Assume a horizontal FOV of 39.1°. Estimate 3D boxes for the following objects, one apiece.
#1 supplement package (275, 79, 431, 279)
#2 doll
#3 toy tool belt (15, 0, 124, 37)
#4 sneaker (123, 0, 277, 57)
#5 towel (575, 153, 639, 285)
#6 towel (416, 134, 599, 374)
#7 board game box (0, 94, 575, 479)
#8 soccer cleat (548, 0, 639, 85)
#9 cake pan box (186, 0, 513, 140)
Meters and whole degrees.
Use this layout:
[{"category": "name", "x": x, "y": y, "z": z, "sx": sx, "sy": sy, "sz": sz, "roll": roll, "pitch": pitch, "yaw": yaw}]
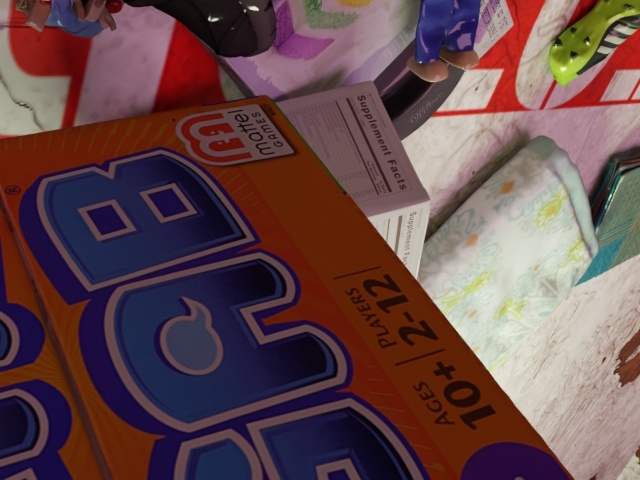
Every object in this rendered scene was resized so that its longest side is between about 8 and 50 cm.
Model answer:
[{"category": "supplement package", "x": -0.051, "y": -0.015, "z": 0.741, "sx": 0.244, "sy": 0.139, "sz": 0.134, "roll": -14, "pitch": 148, "yaw": -10}, {"category": "doll", "x": 0.118, "y": -0.228, "z": 0.736, "sx": 0.129, "sy": 0.046, "sz": 0.189, "roll": -25, "pitch": 141, "yaw": -29}, {"category": "toy tool belt", "x": -0.165, "y": -0.156, "z": 0.609, "sx": 0.052, "sy": 0.051, "sz": 0.083, "roll": -27, "pitch": 160, "yaw": 37}, {"category": "sneaker", "x": -0.146, "y": -0.212, "z": 0.540, "sx": 0.139, "sy": 0.125, "sz": 0.341, "roll": -34, "pitch": 143, "yaw": 10}, {"category": "towel", "x": 0.553, "y": -0.063, "z": 1.540, "sx": 0.370, "sy": 0.040, "sz": 0.271, "roll": -20, "pitch": 140, "yaw": -37}, {"category": "towel", "x": 0.248, "y": 0.053, "z": 1.274, "sx": 0.320, "sy": 0.090, "sz": 0.374, "roll": -46, "pitch": 147, "yaw": -1}, {"category": "board game box", "x": -0.127, "y": 0.188, "z": 0.493, "sx": 0.356, "sy": 0.356, "sz": 0.356, "roll": -15, "pitch": 136, "yaw": -24}, {"category": "soccer cleat", "x": 0.346, "y": -0.256, "z": 1.082, "sx": 0.179, "sy": 0.060, "sz": 0.072, "roll": -37, "pitch": 157, "yaw": -1}, {"category": "cake pan box", "x": 0.042, "y": -0.189, "z": 0.798, "sx": 0.246, "sy": 0.070, "sz": 0.267, "roll": -43, "pitch": 147, "yaw": 0}]
